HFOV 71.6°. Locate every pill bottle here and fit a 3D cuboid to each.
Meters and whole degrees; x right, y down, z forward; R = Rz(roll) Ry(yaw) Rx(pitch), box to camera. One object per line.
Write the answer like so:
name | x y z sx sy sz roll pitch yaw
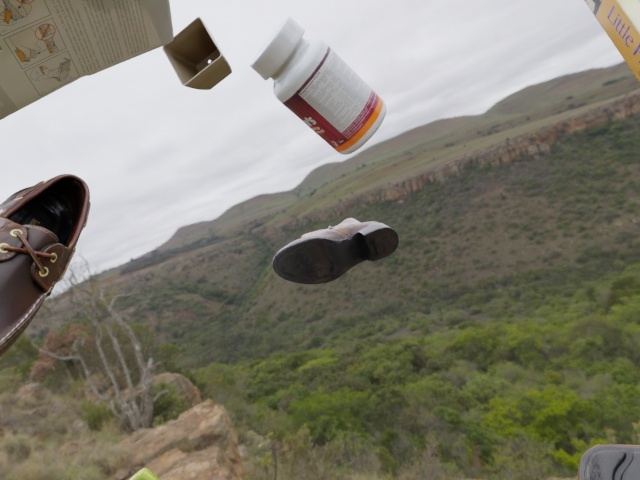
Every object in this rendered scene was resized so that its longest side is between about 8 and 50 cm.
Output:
pill bottle | -0.002 -0.257 0.751 0.121 0.221 0.121 -41 27 26

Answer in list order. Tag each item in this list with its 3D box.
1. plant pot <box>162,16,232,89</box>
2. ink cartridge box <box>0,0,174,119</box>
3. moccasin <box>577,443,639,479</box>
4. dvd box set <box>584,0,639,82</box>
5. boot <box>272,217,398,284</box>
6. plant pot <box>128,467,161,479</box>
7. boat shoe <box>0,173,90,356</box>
plant pot | -0.260 -0.398 0.983 0.109 0.109 0.096 -32 -10 13
ink cartridge box | -0.297 -0.287 0.475 0.261 0.066 0.296 -35 -6 -20
moccasin | 0.458 0.280 0.407 0.380 0.147 0.139 -16 35 30
dvd box set | 0.546 -0.260 0.528 0.307 0.421 0.062 -23 -18 9
boot | 0.000 0.000 0.984 0.264 0.096 0.280 -22 15 -13
plant pot | -0.232 0.429 0.504 0.228 0.227 0.207 -43 0 -3
boat shoe | -0.237 0.010 0.345 0.073 0.073 0.207 -34 36 13
